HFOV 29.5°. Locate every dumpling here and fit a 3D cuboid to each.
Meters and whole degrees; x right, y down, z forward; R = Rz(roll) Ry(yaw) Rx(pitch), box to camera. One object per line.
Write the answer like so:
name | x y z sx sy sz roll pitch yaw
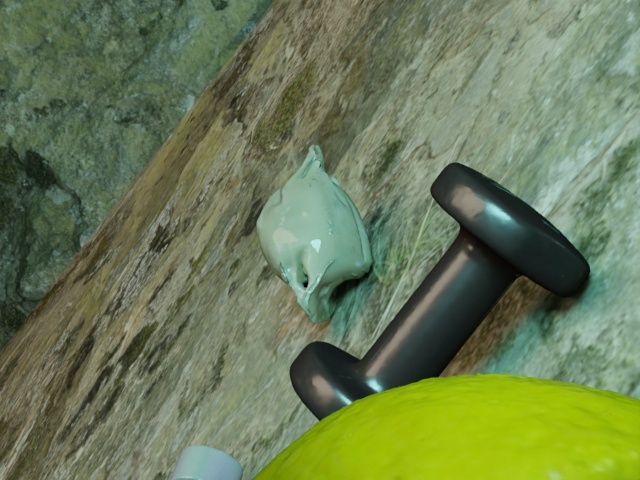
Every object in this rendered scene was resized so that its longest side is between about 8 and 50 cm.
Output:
dumpling | 0.000 0.000 1.303 0.118 0.136 0.199 -4 69 24

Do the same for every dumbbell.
dumbbell | 0.090 0.062 0.934 0.225 0.140 0.124 -52 29 9

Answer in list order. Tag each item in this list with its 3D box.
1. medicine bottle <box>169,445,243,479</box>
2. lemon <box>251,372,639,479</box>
medicine bottle | -0.143 0.322 1.152 0.095 0.095 0.260 -34 27 48
lemon | 0.079 0.195 0.522 0.297 0.297 0.297 -48 20 24
